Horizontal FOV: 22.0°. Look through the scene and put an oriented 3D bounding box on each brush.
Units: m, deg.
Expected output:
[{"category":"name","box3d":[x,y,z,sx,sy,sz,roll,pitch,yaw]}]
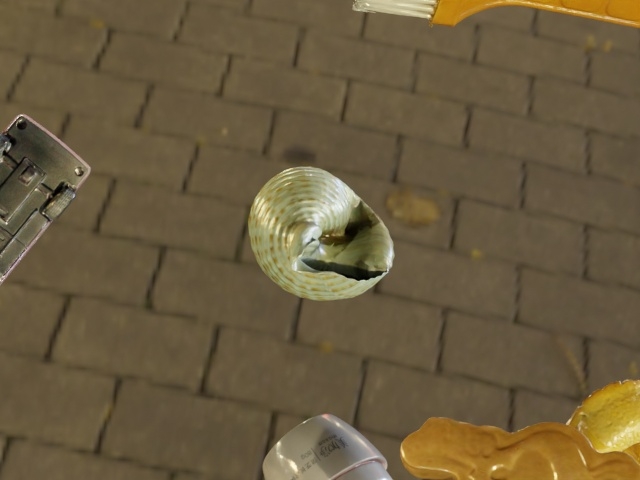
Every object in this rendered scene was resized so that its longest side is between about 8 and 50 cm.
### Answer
[{"category":"brush","box3d":[0.184,-0.195,1.300,0.314,0.090,0.017,6,42,-17]}]

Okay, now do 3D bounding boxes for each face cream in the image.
[{"category":"face cream","box3d":[0.008,0.237,1.616,0.117,0.117,0.104,-20,58,-33]}]

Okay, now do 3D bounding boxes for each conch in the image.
[{"category":"conch","box3d":[-0.002,0.003,1.531,0.135,0.102,0.153,13,46,-11]}]

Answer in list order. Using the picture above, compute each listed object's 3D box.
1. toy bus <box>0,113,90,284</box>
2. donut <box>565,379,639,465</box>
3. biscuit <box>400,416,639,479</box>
[{"category":"toy bus","box3d":[-0.308,-0.013,1.514,0.096,0.108,0.199,40,72,-9]},{"category":"donut","box3d":[0.314,0.223,1.728,0.151,0.152,0.058,-7,34,-21]},{"category":"biscuit","box3d":[0.185,0.227,1.452,0.236,0.040,0.144,2,65,9]}]
